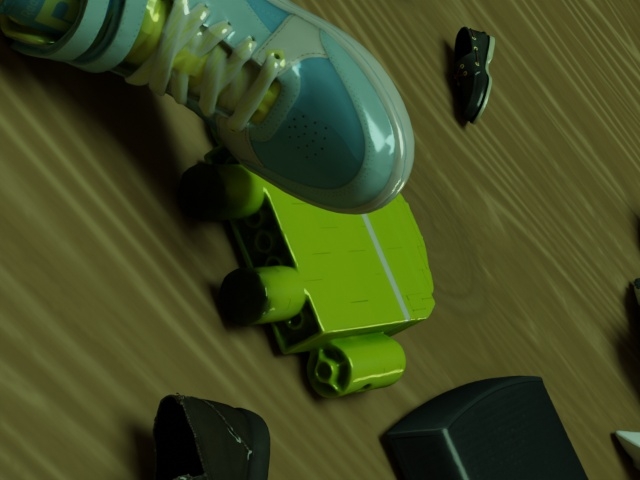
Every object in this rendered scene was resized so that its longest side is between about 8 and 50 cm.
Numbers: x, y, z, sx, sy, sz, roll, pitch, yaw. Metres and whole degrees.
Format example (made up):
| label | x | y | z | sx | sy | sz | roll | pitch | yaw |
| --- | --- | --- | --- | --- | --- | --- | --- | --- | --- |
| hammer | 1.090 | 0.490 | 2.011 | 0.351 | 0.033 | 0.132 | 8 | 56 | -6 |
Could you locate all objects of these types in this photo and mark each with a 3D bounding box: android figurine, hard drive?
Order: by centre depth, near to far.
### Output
| label | x | y | z | sx | sy | sz | roll | pitch | yaw |
| --- | --- | --- | --- | --- | --- | --- | --- | --- | --- |
| android figurine | 0.000 | 0.000 | 1.190 | 0.273 | 0.056 | 0.248 | -5 | 69 | -59 |
| hard drive | 0.156 | 0.199 | 1.279 | 0.255 | 0.054 | 0.172 | -11 | 75 | -62 |

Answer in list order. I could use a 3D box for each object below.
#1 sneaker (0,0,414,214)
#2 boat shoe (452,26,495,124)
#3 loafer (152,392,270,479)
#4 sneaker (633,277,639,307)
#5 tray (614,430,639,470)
| label | x | y | z | sx | sy | sz | roll | pitch | yaw |
| --- | --- | --- | --- | --- | --- | --- | --- | --- | --- |
| sneaker | -0.096 | -0.124 | 1.014 | 0.319 | 0.127 | 0.208 | 42 | 24 | 21 |
| boat shoe | 0.163 | -0.179 | 1.660 | 0.042 | 0.049 | 0.133 | 20 | 49 | -14 |
| loafer | -0.081 | 0.178 | 0.878 | 0.078 | 0.080 | 0.220 | 34 | 32 | -27 |
| sneaker | 0.422 | 0.120 | 1.796 | 0.283 | 0.110 | 0.122 | -51 | 146 | -75 |
| tray | 0.425 | 0.258 | 1.665 | 0.145 | 0.030 | 0.270 | 30 | 9 | 33 |
